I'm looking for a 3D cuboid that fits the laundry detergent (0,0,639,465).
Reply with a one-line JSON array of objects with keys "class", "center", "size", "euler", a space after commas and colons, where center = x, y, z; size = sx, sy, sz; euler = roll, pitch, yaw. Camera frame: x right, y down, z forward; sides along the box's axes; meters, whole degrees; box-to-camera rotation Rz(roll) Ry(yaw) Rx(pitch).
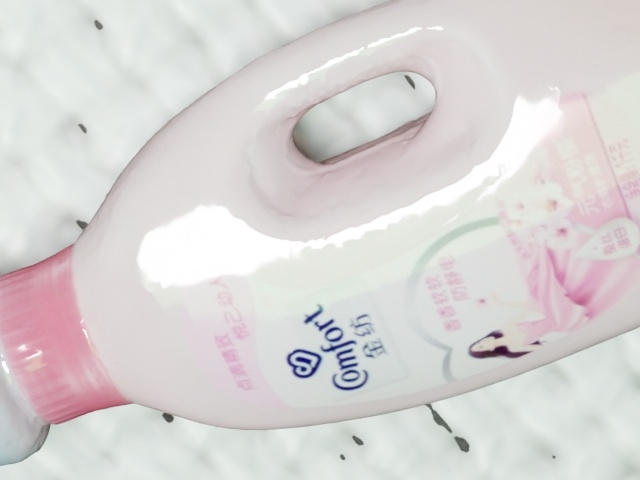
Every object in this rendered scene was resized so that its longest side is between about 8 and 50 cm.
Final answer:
[{"class": "laundry detergent", "center": [0.000, 0.000, 0.715], "size": [0.335, 0.088, 0.159], "euler": [-20, 106, 6]}]
